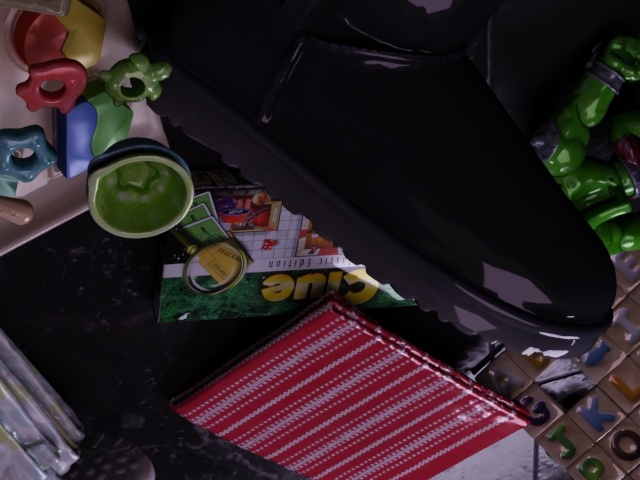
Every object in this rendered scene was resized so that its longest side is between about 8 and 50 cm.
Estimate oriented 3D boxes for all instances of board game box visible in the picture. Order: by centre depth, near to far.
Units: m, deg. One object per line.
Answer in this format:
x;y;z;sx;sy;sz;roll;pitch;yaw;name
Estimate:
0.000;0.000;1.079;0.259;0.030;0.136;-4;132;-18;board game box

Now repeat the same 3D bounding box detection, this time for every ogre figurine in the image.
0.230;-0.058;1.074;0.118;0.097;0.197;-32;145;-9;ogre figurine

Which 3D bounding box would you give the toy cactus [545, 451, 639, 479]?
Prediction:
0.330;0.191;1.328;0.219;0.112;0.180;-28;143;-8;toy cactus

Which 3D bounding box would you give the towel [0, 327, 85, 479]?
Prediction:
-0.405;0.143;1.006;0.374;0.090;0.320;-26;130;1;towel

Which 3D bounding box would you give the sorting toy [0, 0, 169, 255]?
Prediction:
-0.200;-0.089;0.887;0.193;0.038;0.208;-30;134;-18;sorting toy

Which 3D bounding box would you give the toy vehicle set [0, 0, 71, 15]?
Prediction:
-0.190;-0.259;0.684;0.166;0.035;0.267;10;101;-8;toy vehicle set

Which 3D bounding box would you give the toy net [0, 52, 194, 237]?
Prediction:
-0.199;-0.044;0.841;0.232;0.045;0.122;-11;135;-7;toy net

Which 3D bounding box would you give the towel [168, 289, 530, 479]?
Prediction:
0.032;0.148;1.193;0.199;0.031;0.275;-35;132;28;towel

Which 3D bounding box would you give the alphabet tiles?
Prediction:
0.289;0.117;1.212;0.198;0.009;0.237;45;109;3;alphabet tiles

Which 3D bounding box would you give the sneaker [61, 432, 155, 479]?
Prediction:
-0.238;0.238;1.139;0.235;0.090;0.095;-20;120;12;sneaker

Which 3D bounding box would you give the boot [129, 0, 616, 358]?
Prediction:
0.129;-0.186;0.808;0.367;0.146;0.445;32;115;-1;boot
